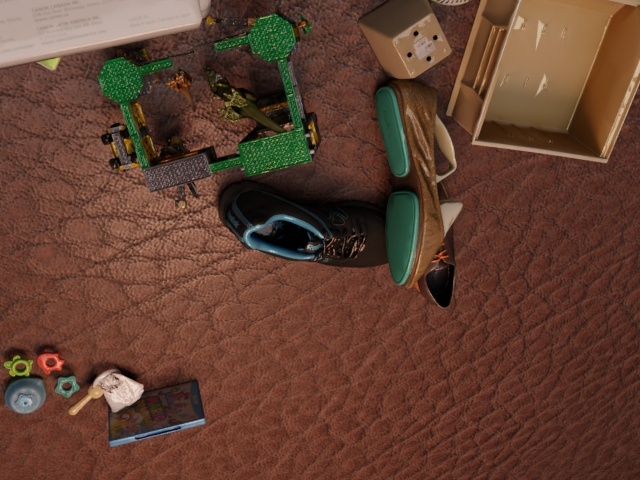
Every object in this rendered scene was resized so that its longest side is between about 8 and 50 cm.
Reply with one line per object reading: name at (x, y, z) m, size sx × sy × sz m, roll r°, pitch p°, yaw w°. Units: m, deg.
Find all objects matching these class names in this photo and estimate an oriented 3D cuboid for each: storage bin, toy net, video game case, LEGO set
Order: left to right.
toy net at (-0.431, 0.247, 1.351) m, size 0.232 × 0.045 × 0.122 m, roll 1°, pitch 103°, yaw -20°
video game case at (-0.295, 0.307, 1.376) m, size 0.166 × 0.119 × 0.015 m, roll -11°, pitch 116°, yaw -11°
LEGO set at (-0.142, -0.202, 1.132) m, size 0.332 × 0.192 × 0.254 m, roll -21°, pitch 104°, yaw 11°
storage bin at (0.376, -0.283, 1.248) m, size 0.263 × 0.123 × 0.260 m, roll 5°, pitch 117°, yaw -19°

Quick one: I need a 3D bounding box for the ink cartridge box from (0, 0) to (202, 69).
ink cartridge box at (-0.338, -0.422, 0.932) m, size 0.308 × 0.091 × 0.384 m, roll -14°, pitch 104°, yaw -9°

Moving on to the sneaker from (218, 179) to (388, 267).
sneaker at (0.000, 0.000, 1.283) m, size 0.341 × 0.139 × 0.125 m, roll 9°, pitch 112°, yaw -23°

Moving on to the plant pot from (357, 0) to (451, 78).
plant pot at (0.139, -0.310, 1.176) m, size 0.109 × 0.096 × 0.109 m, roll -33°, pitch 122°, yaw 3°

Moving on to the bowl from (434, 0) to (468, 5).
bowl at (0.212, -0.431, 1.111) m, size 0.170 × 0.080 × 0.170 m, roll -6°, pitch 103°, yaw -24°

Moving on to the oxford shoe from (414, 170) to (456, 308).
oxford shoe at (0.205, -0.002, 1.367) m, size 0.097 × 0.098 × 0.271 m, roll -18°, pitch 122°, yaw -6°

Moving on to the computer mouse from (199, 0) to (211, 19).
computer mouse at (-0.186, -0.391, 1.056) m, size 0.106 × 0.042 × 0.192 m, roll -21°, pitch 124°, yaw -18°

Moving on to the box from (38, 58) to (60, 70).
box at (-0.388, -0.412, 0.983) m, size 0.232 × 0.058 × 0.322 m, roll 23°, pitch 108°, yaw -27°

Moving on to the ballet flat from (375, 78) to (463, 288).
ballet flat at (0.168, -0.095, 1.261) m, size 0.124 × 0.116 × 0.342 m, roll -9°, pitch 96°, yaw -22°
